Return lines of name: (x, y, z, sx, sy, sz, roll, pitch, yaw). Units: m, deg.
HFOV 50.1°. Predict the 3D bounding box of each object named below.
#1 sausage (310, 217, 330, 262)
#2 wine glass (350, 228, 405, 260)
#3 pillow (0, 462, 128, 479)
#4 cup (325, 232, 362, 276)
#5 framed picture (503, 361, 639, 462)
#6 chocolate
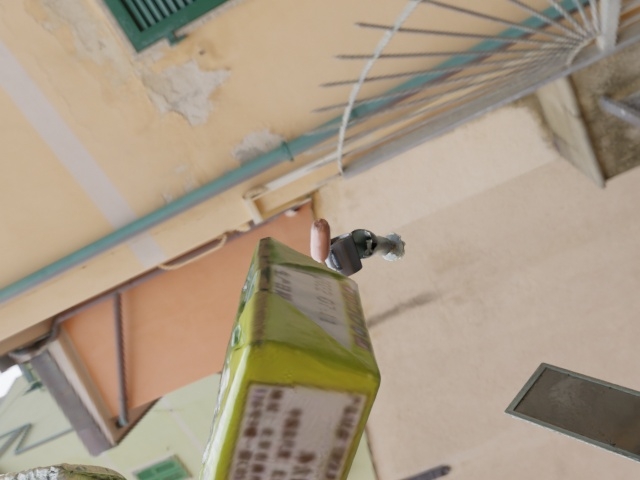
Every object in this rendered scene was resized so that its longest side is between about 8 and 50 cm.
sausage: (0.000, 0.000, 1.097, 0.083, 0.034, 0.034, 92, 168, -49)
wine glass: (0.128, 0.010, 1.556, 0.155, 0.072, 0.072, 7, -122, -55)
pillow: (-0.351, 0.320, 0.872, 0.128, 0.229, 0.051, 38, -138, -41)
cup: (0.041, 0.038, 1.441, 0.077, 0.078, 0.100, 67, -152, -9)
framed picture: (0.575, 0.364, 1.464, 0.232, 0.296, 0.019, -29, -55, -45)
chocolate: (-0.046, 0.185, 0.739, 0.289, 0.137, 0.301, -96, 21, -72)
